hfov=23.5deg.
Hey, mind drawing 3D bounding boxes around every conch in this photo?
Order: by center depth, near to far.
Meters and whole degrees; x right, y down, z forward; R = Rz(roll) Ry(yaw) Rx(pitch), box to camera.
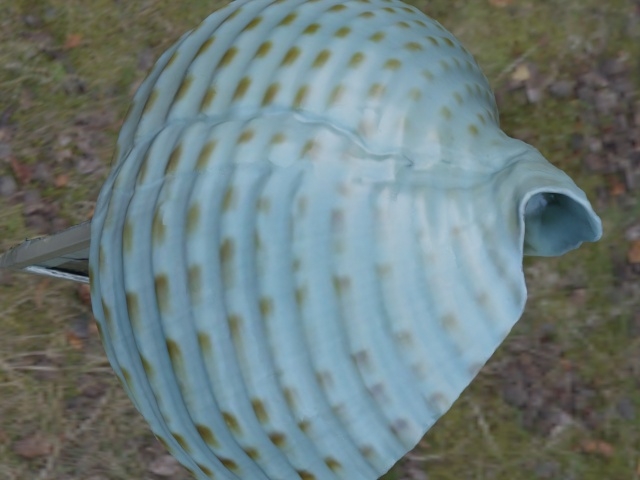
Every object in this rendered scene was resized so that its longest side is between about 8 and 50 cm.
[{"bbox_3d":[-0.015,-0.008,0.844,0.215,0.319,0.303,29,77,-13],"label":"conch"}]

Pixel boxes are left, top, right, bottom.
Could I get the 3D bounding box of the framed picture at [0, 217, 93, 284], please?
[{"bbox_3d":[-0.116,0.021,1.292,0.232,0.315,0.024,12,79,-25],"label":"framed picture"}]
